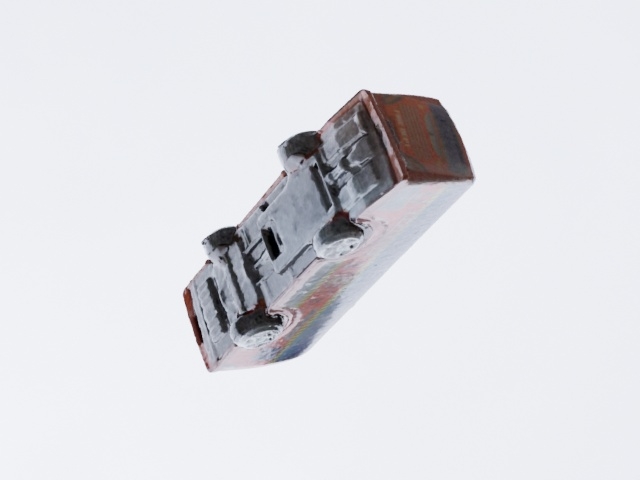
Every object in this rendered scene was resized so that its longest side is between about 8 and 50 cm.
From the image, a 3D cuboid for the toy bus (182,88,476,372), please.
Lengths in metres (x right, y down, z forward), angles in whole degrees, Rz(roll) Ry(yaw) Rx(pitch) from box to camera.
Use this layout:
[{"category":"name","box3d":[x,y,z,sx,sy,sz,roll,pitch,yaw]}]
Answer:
[{"category":"toy bus","box3d":[0.000,0.000,0.858,0.077,0.192,0.065,0,-122,-35]}]
